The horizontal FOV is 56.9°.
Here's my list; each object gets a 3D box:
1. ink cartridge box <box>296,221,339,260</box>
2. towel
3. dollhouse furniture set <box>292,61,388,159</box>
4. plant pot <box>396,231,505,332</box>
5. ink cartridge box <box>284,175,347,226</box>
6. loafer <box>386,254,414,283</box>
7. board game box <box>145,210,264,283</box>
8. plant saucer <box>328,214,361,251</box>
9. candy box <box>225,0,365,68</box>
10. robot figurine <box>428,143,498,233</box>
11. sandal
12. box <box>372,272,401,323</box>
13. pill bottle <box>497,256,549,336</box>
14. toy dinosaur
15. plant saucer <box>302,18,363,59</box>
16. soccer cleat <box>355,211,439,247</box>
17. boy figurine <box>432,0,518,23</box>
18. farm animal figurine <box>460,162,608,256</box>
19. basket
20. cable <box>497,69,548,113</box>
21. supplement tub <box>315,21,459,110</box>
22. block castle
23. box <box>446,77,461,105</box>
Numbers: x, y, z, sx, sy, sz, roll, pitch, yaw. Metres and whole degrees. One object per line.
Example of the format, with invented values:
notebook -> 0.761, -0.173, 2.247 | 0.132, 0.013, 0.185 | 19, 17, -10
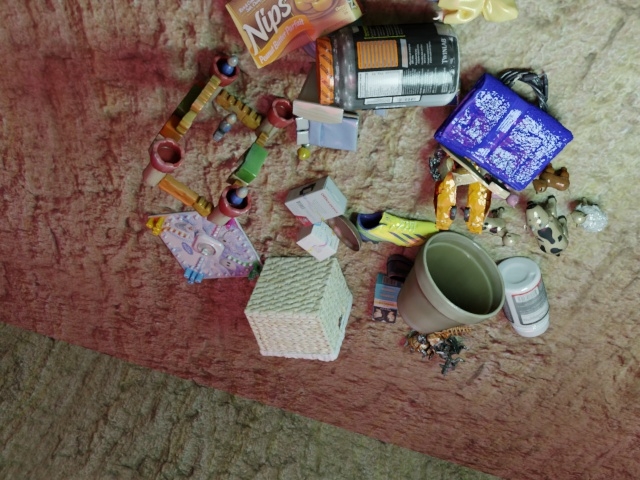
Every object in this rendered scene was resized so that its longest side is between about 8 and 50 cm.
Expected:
ink cartridge box -> 0.000, 0.000, 2.178 | 0.143, 0.092, 0.090 | 37, 135, -23
towel -> 0.495, -0.281, 1.608 | 0.308, 0.076, 0.227 | 30, 126, -11
dollhouse furniture set -> 0.055, -0.318, 1.724 | 0.287, 0.198, 0.303 | 12, 140, 7
plant pot -> 0.415, 0.177, 2.023 | 0.323, 0.323, 0.280 | 27, 139, -11
ink cartridge box -> -0.014, -0.133, 2.048 | 0.175, 0.072, 0.127 | -17, 128, 33
loafer -> 0.377, 0.162, 2.223 | 0.303, 0.095, 0.109 | 26, 137, -10
board game box -> -0.462, 0.036, 2.413 | 0.390, 0.050, 0.389 | -4, 135, 23
plant saucer -> 0.091, -0.034, 2.100 | 0.168, 0.029, 0.168 | 45, 162, 19
candy box -> -0.068, -0.592, 1.514 | 0.317, 0.087, 0.182 | -15, 113, 33
robot figurine -> 0.429, -0.170, 1.781 | 0.211, 0.085, 0.290 | 7, 111, 15
sandal -> 0.418, -0.176, 1.683 | 0.240, 0.088, 0.079 | 36, 115, 5
box -> 0.266, 0.235, 2.371 | 0.101, 0.060, 0.244 | 10, 139, 9
pill bottle -> 0.721, 0.206, 2.102 | 0.161, 0.161, 0.283 | -7, 134, 26
toy dinosaur -> 0.491, 0.428, 2.452 | 0.218, 0.164, 0.322 | 48, 155, -10
plant saucer -> 0.021, -0.554, 1.595 | 0.195, 0.037, 0.195 | 9, 139, 8
soccer cleat -> 0.259, -0.046, 2.036 | 0.289, 0.093, 0.121 | 1, 134, 19
boy figurine -> 0.337, -0.598, 1.393 | 0.285, 0.092, 0.177 | 17, 114, -4
farm animal figurine -> 0.653, -0.059, 1.821 | 0.327, 0.172, 0.330 | 35, 136, -20
basket -> -0.077, 0.259, 2.317 | 0.332, 0.328, 0.266 | 0, 134, 20
cable -> 0.539, -0.374, 1.605 | 0.151, 0.047, 0.184 | -1, 138, 17
supplement tub -> 0.161, -0.434, 1.487 | 0.338, 0.207, 0.207 | -3, 138, -2
block castle -> -0.274, -0.296, 1.678 | 0.303, 0.453, 0.213 | 35, 144, -18
box -> 0.303, -0.411, 1.638 | 0.169, 0.059, 0.054 | 3, 140, 17
